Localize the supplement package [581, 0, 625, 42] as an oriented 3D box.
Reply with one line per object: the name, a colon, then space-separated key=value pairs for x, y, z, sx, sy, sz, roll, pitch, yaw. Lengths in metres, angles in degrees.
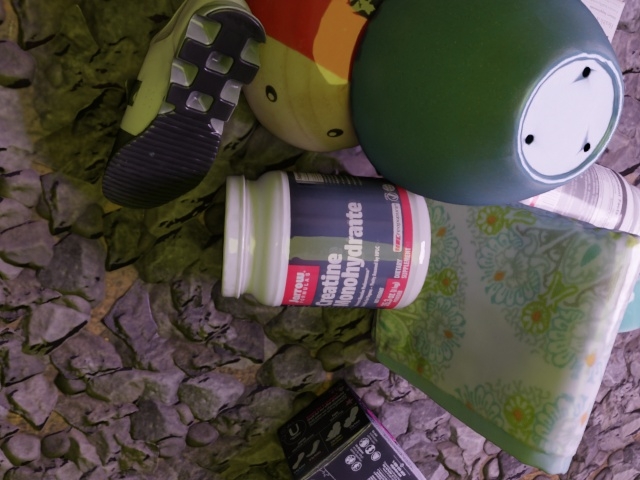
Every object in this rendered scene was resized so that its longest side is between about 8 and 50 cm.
supplement package: x=0.290 y=-0.271 z=0.805 sx=0.194 sy=0.149 sz=0.203 roll=10 pitch=103 yaw=-20

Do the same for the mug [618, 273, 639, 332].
mug: x=0.535 y=0.093 z=1.023 sx=0.129 sy=0.158 sz=0.097 roll=-8 pitch=109 yaw=11

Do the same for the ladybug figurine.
ladybug figurine: x=0.061 y=-0.326 z=0.693 sx=0.305 sy=0.162 sz=0.449 roll=24 pitch=96 yaw=-13

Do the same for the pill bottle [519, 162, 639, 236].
pill bottle: x=0.399 y=-0.062 z=0.901 sx=0.283 sy=0.161 sz=0.161 roll=15 pitch=102 yaw=-21

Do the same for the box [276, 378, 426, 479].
box: x=0.066 y=0.398 z=0.957 sx=0.163 sy=0.142 sz=0.247 roll=-38 pitch=115 yaw=-4

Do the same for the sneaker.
sneaker: x=-0.188 y=-0.184 z=0.714 sx=0.122 sy=0.146 sz=0.330 roll=18 pitch=126 yaw=-40

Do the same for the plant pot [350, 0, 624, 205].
plant pot: x=0.204 y=-0.156 z=0.603 sx=0.290 sy=0.195 sz=0.290 roll=-10 pitch=119 yaw=-19

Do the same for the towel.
towel: x=0.230 y=0.096 z=0.793 sx=0.090 sy=0.374 sz=0.320 roll=-2 pitch=108 yaw=-38

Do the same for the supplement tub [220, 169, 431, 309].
supplement tub: x=0.000 y=0.000 z=0.771 sx=0.272 sy=0.191 sz=0.191 roll=2 pitch=107 yaw=-11
